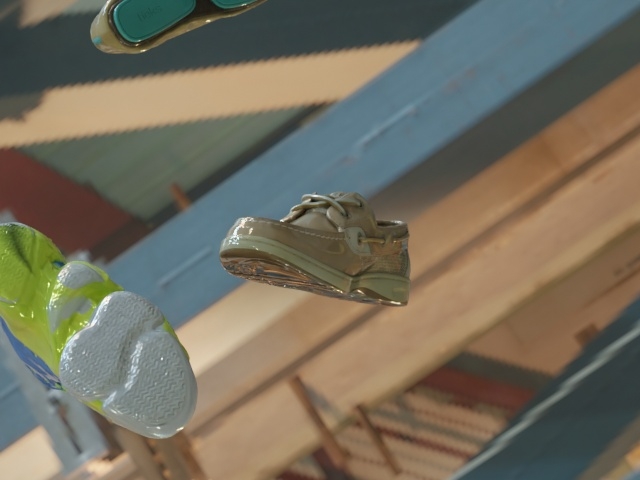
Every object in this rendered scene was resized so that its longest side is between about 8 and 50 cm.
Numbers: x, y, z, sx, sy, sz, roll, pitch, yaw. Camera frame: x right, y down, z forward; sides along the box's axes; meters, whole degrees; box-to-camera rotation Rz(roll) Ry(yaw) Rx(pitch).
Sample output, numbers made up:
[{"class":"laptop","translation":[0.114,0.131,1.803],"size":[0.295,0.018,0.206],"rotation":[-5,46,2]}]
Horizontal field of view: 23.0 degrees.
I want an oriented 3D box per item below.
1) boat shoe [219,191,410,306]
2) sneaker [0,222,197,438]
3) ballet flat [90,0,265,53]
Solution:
[{"class":"boat shoe","translation":[0.000,0.000,1.663],"size":[0.341,0.122,0.110],"rotation":[17,-99,-65]},{"class":"sneaker","translation":[-0.177,0.084,1.231],"size":[0.240,0.091,0.126],"rotation":[42,159,27]},{"class":"ballet flat","translation":[-0.136,-0.249,1.594],"size":[0.073,0.232,0.080],"rotation":[-15,99,57]}]
